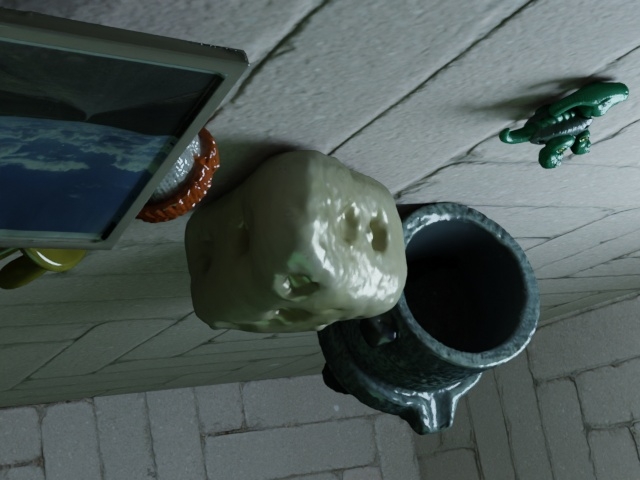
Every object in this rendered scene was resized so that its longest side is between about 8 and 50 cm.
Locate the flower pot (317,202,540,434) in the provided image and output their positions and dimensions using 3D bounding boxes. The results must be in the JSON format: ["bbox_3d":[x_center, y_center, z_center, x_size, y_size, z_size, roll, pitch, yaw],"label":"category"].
[{"bbox_3d":[0.141,0.124,1.304,0.299,0.299,0.283,-3,161,-26],"label":"flower pot"}]

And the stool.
[{"bbox_3d":[-0.291,-0.016,0.851,0.110,0.134,0.135,-13,-149,25],"label":"stool"}]

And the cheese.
[{"bbox_3d":[0.001,0.002,1.003,0.247,0.174,0.251,-1,159,-25],"label":"cheese"}]

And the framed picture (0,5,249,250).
[{"bbox_3d":[-0.191,-0.067,0.652,0.189,0.023,0.260,2,148,-38],"label":"framed picture"}]

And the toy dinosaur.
[{"bbox_3d":[0.242,-0.122,0.916,0.132,0.059,0.096,-17,158,-4],"label":"toy dinosaur"}]

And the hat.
[{"bbox_3d":[-0.156,-0.087,0.756,0.112,0.094,0.162,-20,147,3],"label":"hat"}]
